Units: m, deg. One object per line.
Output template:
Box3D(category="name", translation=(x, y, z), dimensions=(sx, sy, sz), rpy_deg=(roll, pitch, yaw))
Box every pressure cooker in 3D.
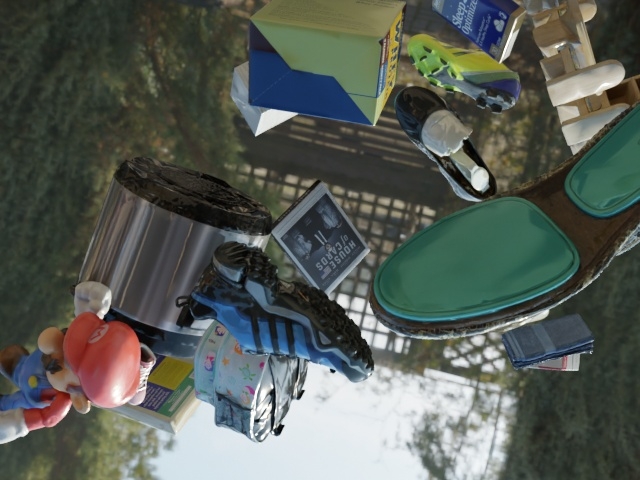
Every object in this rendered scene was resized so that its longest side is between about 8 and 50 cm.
Box3D(category="pressure cooker", translation=(-0.331, 0.066, 1.662), dimensions=(0.369, 0.421, 0.375), rpy_deg=(21, -170, -14))

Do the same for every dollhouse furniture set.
Box3D(category="dollhouse furniture set", translation=(0.630, -0.387, 1.649), dimensions=(0.256, 0.362, 0.394), rpy_deg=(-17, 141, 21))

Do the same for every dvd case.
Box3D(category="dvd case", translation=(0.000, 0.000, 1.822), dimensions=(0.239, 0.179, 0.029), rpy_deg=(53, 163, -29))

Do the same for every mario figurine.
Box3D(category="mario figurine", translation=(-0.395, 0.172, 1.082), dimensions=(0.320, 0.198, 0.170), rpy_deg=(-22, 167, 35))

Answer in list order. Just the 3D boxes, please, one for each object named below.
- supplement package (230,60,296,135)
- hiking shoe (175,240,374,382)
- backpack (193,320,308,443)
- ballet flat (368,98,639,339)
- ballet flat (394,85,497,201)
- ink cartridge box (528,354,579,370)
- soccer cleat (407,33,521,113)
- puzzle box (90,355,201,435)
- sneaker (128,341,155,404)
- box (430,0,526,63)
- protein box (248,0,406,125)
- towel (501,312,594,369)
Box3D(category="supplement package", translation=(-0.120, -0.420, 2.059), dimensions=(0.203, 0.149, 0.194), rpy_deg=(-30, 177, -14))
Box3D(category="hiking shoe", translation=(-0.057, 0.128, 1.134), dimensions=(0.304, 0.132, 0.113), rpy_deg=(37, -160, -9))
Box3D(category="backpack", translation=(-0.118, 0.214, 1.386), dimensions=(0.191, 0.225, 0.254), rpy_deg=(25, 137, 13))
Box3D(category="ballet flat", translation=(0.289, -0.005, 0.887), dimensions=(0.164, 0.482, 0.182), rpy_deg=(56, 179, 36))
Box3D(category="ballet flat", translation=(0.241, -0.169, 1.351), dimensions=(0.280, 0.095, 0.096), rpy_deg=(43, -179, -33))
Box3D(category="ink cartridge box", translation=(0.555, 0.281, 1.825), dimensions=(0.109, 0.063, 0.150), rpy_deg=(-1, 170, 33))
Box3D(category="soccer cleat", translation=(0.319, -0.389, 1.675), dimensions=(0.289, 0.121, 0.093), rpy_deg=(24, 156, -17))
Box3D(category="puzzle box", translation=(-0.352, 0.279, 1.863), dimensions=(0.272, 0.052, 0.409), rpy_deg=(12, -138, 27))
Box3D(category="sneaker", translation=(-0.351, 0.256, 1.448), dimensions=(0.070, 0.135, 0.051), rpy_deg=(0, -169, 37))
Box3D(category="box", translation=(0.283, -0.453, 1.439), dimensions=(0.225, 0.036, 0.136), rpy_deg=(46, 164, 17))
Box3D(category="protein box", translation=(0.014, -0.290, 1.162), dimensions=(0.199, 0.136, 0.201), rpy_deg=(11, -147, 10))
Box3D(category="towel", translation=(0.328, 0.146, 1.089), dimensions=(0.119, 0.029, 0.067), rpy_deg=(-16, -142, 3))
